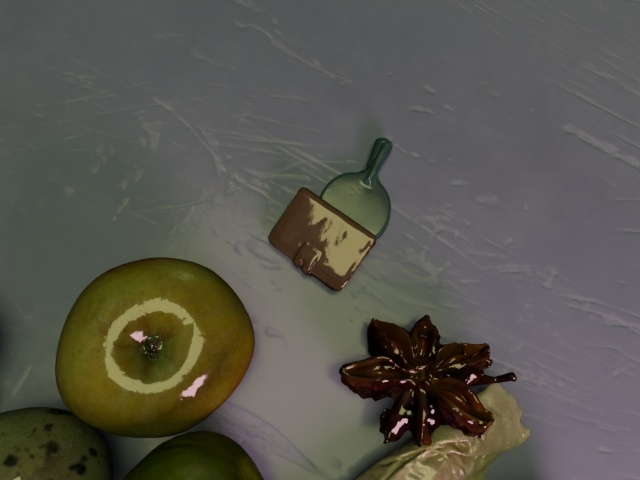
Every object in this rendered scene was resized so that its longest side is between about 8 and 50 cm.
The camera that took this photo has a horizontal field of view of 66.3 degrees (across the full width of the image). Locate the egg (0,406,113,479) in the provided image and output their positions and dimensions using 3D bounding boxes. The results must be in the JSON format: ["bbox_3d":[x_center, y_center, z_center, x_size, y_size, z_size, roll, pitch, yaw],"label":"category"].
[{"bbox_3d":[-0.378,0.301,0.622,0.228,0.177,0.177,5,75,17],"label":"egg"}]

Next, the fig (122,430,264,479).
[{"bbox_3d":[-0.202,0.361,0.608,0.314,0.233,0.233,-10,76,18],"label":"fig"}]

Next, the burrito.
[{"bbox_3d":[0.136,0.355,0.704,0.392,0.076,0.117,-33,82,-12],"label":"burrito"}]

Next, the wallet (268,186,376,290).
[{"bbox_3d":[0.000,0.000,0.789,0.153,0.039,0.118,37,91,7],"label":"wallet"}]

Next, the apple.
[{"bbox_3d":[-0.223,0.141,0.664,0.261,0.194,0.260,2,76,-6],"label":"apple"}]

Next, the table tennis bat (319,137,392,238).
[{"bbox_3d":[0.073,-0.086,0.831,0.124,0.033,0.201,25,78,0],"label":"table tennis bat"}]

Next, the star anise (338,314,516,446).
[{"bbox_3d":[0.141,0.209,0.712,0.220,0.125,0.190,32,45,26],"label":"star anise"}]
